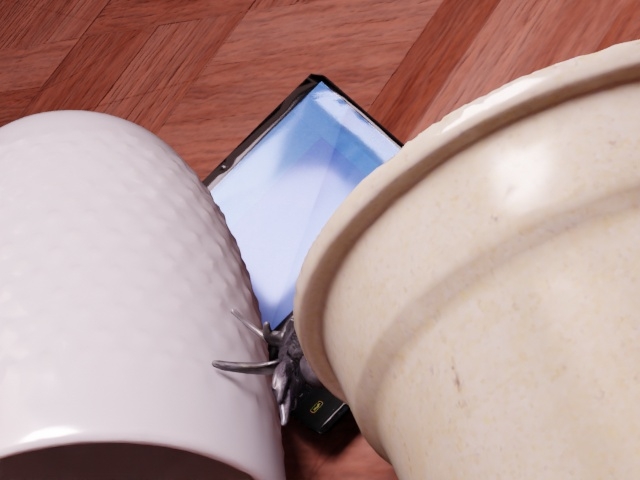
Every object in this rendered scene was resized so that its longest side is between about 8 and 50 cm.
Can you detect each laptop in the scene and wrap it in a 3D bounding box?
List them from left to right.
[{"bbox_3d":[0.000,0.000,1.529,0.234,0.136,0.264,-46,19,-7],"label":"laptop"}]

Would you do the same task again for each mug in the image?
[{"bbox_3d":[-0.182,0.110,1.443,0.276,0.374,0.328,0,51,-11],"label":"mug"}]

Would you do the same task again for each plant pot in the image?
[{"bbox_3d":[0.180,0.126,0.895,0.334,0.334,0.305,-29,55,21],"label":"plant pot"}]

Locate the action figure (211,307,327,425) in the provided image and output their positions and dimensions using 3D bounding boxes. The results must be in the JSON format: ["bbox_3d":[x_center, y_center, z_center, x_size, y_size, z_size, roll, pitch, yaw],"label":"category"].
[{"bbox_3d":[0.073,0.069,1.241,0.275,0.141,0.164,-14,30,30],"label":"action figure"}]
